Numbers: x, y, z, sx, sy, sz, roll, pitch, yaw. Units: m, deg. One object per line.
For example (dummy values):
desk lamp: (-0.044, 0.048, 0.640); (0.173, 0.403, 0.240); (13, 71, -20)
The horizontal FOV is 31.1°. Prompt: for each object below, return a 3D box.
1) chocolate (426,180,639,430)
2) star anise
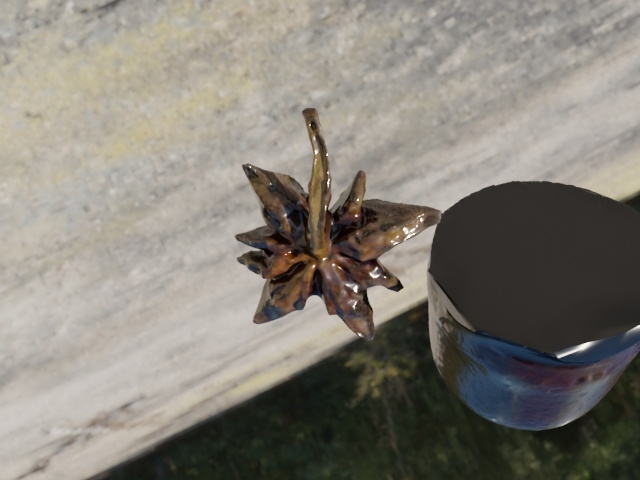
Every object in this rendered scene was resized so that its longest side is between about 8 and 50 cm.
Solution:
chocolate: (0.329, 0.134, 1.790); (0.383, 0.383, 0.331); (-21, 137, -25)
star anise: (0.002, 0.000, 1.610); (0.292, 0.109, 0.349); (19, 118, -22)
